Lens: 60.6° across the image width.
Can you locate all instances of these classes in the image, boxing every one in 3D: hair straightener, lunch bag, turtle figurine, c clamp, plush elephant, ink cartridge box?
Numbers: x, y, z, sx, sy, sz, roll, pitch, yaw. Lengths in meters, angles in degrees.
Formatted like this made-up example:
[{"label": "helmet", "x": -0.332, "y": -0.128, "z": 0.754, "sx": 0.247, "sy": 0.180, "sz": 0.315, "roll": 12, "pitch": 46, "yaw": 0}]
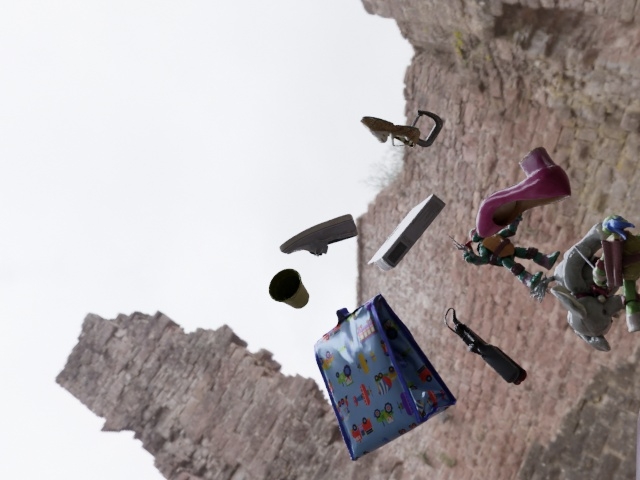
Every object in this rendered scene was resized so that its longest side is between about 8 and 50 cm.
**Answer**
[{"label": "hair straightener", "x": 0.358, "y": 0.229, "z": 1.232, "sx": 0.089, "sy": 0.230, "sz": 0.047, "roll": 23, "pitch": -69, "yaw": -47}, {"label": "lunch bag", "x": 0.104, "y": 0.275, "z": 1.168, "sx": 0.138, "sy": 0.293, "sz": 0.221, "roll": -7, "pitch": -30, "yaw": -47}, {"label": "turtle figurine", "x": 0.760, "y": 0.070, "z": 1.292, "sx": 0.274, "sy": 0.197, "sz": 0.267, "roll": 40, "pitch": -146, "yaw": -68}, {"label": "turtle figurine", "x": 0.428, "y": 0.012, "z": 1.295, "sx": 0.175, "sy": 0.234, "sz": 0.118, "roll": -52, "pitch": -28, "yaw": -7}, {"label": "c clamp", "x": 0.318, "y": -0.366, "z": 1.779, "sx": 0.022, "sy": 0.137, "sz": 0.161, "roll": -52, "pitch": -1, "yaw": -37}, {"label": "plush elephant", "x": 0.783, "y": 0.156, "z": 1.565, "sx": 0.330, "sy": 0.256, "sz": 0.272, "roll": -34, "pitch": -50, "yaw": 23}, {"label": "ink cartridge box", "x": 0.282, "y": -0.015, "z": 1.837, "sx": 0.275, "sy": 0.060, "sz": 0.239, "roll": -50, "pitch": -2, "yaw": -10}]

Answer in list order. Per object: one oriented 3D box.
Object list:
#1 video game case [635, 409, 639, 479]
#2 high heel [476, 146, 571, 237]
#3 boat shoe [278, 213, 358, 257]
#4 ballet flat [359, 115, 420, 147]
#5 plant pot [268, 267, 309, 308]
[{"label": "video game case", "x": 0.537, "y": 0.314, "z": 0.876, "sx": 0.274, "sy": 0.026, "sz": 0.196, "roll": -42, "pitch": -44, "yaw": -50}, {"label": "high heel", "x": 0.390, "y": -0.057, "z": 1.066, "sx": 0.082, "sy": 0.117, "sz": 0.244, "roll": 5, "pitch": -41, "yaw": -24}, {"label": "boat shoe", "x": 0.000, "y": 0.000, "z": 1.493, "sx": 0.227, "sy": 0.081, "sz": 0.079, "roll": -23, "pitch": -8, "yaw": -15}, {"label": "ballet flat", "x": 0.208, "y": -0.315, "z": 1.617, "sx": 0.206, "sy": 0.073, "sz": 0.067, "roll": 7, "pitch": -92, "yaw": -23}, {"label": "plant pot", "x": -0.062, "y": 0.117, "z": 1.237, "sx": 0.083, "sy": 0.083, "sz": 0.079, "roll": -58, "pitch": -39, "yaw": -14}]
